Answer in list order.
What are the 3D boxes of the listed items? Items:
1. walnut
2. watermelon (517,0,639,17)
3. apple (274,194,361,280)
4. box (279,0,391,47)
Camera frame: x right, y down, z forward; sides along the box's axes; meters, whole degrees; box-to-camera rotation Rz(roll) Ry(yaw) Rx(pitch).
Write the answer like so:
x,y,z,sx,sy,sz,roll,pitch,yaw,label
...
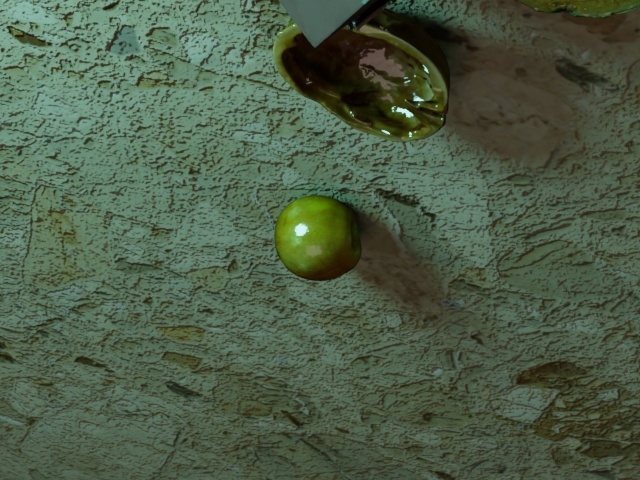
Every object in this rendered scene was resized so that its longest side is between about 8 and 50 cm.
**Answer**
x,y,z,sx,sy,sz,roll,pitch,yaw,label
0.056,-0.202,2.030,0.211,0.087,0.167,29,145,-14,walnut
0.261,-0.317,1.768,0.204,0.127,0.232,37,138,-29,watermelon
0.000,0.000,2.292,0.102,0.099,0.114,-7,132,27,apple
0.003,-0.317,1.818,0.215,0.086,0.215,53,152,-3,box
